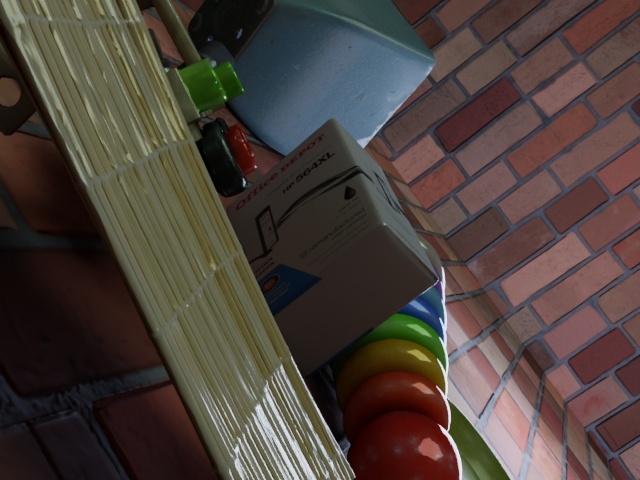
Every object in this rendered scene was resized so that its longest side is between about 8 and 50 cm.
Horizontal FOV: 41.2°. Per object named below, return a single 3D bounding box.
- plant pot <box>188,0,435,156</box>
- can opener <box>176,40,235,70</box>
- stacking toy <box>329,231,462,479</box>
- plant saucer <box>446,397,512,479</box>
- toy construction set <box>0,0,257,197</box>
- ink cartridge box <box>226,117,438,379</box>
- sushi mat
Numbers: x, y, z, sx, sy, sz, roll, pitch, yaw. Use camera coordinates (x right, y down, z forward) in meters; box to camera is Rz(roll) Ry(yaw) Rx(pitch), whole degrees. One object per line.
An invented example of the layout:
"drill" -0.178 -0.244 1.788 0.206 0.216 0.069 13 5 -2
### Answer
"plant pot" -0.040 -0.280 1.231 0.252 0.248 0.247 18 34 -42
"can opener" -0.152 -0.189 0.911 0.095 0.076 0.283 51 11 -15
"stacking toy" 0.058 0.118 0.759 0.141 0.141 0.330 48 20 -22
"plant saucer" 0.162 0.264 0.906 0.241 0.037 0.241 51 12 -15
"toy construction set" -0.137 -0.117 0.576 0.215 0.151 0.328 64 14 -11
"ink cartridge box" 0.000 0.000 0.772 0.086 0.148 0.203 43 14 -32
"sushi mat" -0.058 0.018 0.412 0.151 0.019 0.317 -63 131 -71
